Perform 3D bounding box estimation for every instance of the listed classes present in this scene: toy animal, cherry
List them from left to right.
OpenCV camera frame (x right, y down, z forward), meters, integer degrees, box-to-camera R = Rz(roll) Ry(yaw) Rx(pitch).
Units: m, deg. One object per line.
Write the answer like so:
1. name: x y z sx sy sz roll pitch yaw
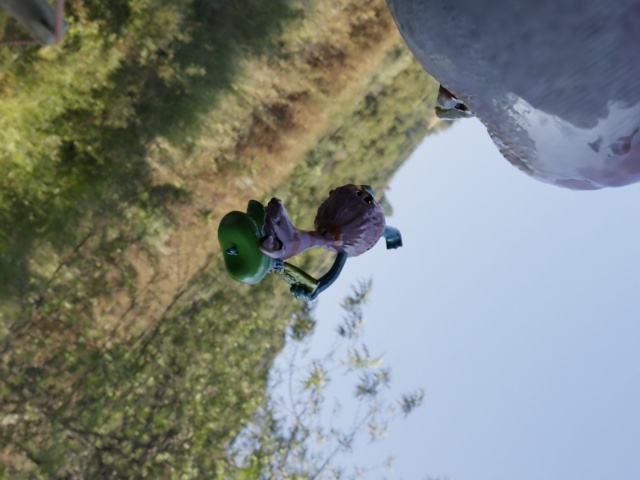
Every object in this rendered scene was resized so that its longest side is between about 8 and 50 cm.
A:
1. toy animal: 0.000 0.000 0.792 0.100 0.103 0.208 1 -168 39
2. cherry: 0.224 -0.221 0.721 0.291 0.326 0.335 -39 149 -70
